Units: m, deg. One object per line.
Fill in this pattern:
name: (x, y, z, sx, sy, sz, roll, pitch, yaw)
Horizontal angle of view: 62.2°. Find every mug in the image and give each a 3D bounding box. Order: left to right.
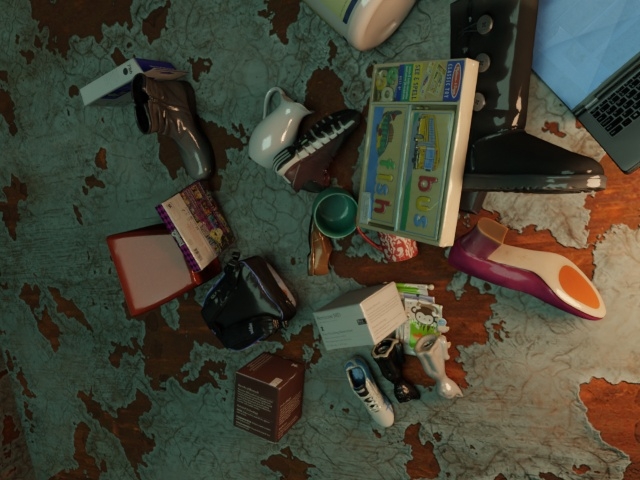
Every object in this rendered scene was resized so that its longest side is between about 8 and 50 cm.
mug: (0.047, -0.073, 1.496, 0.129, 0.097, 0.158, -29, 112, 4)
mug: (0.186, -0.035, 1.441, 0.150, 0.113, 0.170, -9, 103, 35)

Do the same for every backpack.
backpack: (-0.229, 0.202, 1.653, 0.263, 0.213, 0.277, -38, 77, 21)

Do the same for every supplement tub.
supplement tub: (0.057, -0.650, 1.279, 0.325, 0.235, 0.235, 46, 118, 10)

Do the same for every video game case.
video game case: (-0.380, -0.050, 1.640, 0.041, 0.210, 0.232, -19, 108, 30)

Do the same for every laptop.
laptop: (0.629, -0.416, 1.047, 0.236, 0.408, 0.382, 33, 121, -21)

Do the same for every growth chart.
growth chart: (0.276, 0.227, 1.503, 0.171, 0.021, 0.238, -5, 102, 29)

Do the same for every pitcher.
pitcher: (-0.134, -0.328, 1.535, 0.178, 0.125, 0.207, 45, 109, 34)

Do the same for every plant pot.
plant pot: (-0.486, 0.064, 1.738, 0.235, 0.267, 0.268, -15, 95, 17)

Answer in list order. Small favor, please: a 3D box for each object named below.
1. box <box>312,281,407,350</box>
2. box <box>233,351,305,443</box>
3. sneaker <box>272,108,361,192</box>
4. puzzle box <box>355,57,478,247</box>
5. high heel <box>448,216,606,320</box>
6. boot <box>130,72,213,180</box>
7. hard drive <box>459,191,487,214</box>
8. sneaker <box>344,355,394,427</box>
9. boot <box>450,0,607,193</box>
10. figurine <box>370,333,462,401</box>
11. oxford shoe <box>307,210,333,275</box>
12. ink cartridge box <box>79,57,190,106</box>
box: (0.111, 0.210, 1.476, 0.180, 0.181, 0.119, -18, 94, 42)
box: (-0.165, 0.503, 1.714, 0.166, 0.168, 0.204, 12, 107, 25)
sneaker: (0.015, -0.236, 1.493, 0.281, 0.106, 0.163, -33, 126, 7)
puzzle box: (0.216, -0.208, 1.248, 0.272, 0.052, 0.410, 15, 104, 46)
high heel: (0.507, 0.097, 1.328, 0.377, 0.127, 0.181, 39, 145, 10)
boot: (-0.465, -0.335, 1.633, 0.118, 0.222, 0.339, -16, 95, 28)
hard drive: (0.310, -0.179, 1.366, 0.254, 0.054, 0.172, 25, 112, 20)
sneaker: (0.141, 0.462, 1.595, 0.085, 0.086, 0.237, -31, 89, 28)
boot: (0.433, -0.328, 1.135, 0.366, 0.146, 0.446, 8, 95, 47)
figurine: (0.278, 0.376, 1.497, 0.214, 0.092, 0.210, -13, 113, 31)
oxford shoe: (0.000, 0.000, 1.575, 0.075, 0.076, 0.213, 0, 101, -4)
ink cartridge box: (-0.593, -0.510, 1.691, 0.332, 0.165, 0.065, -13, 95, 29)
